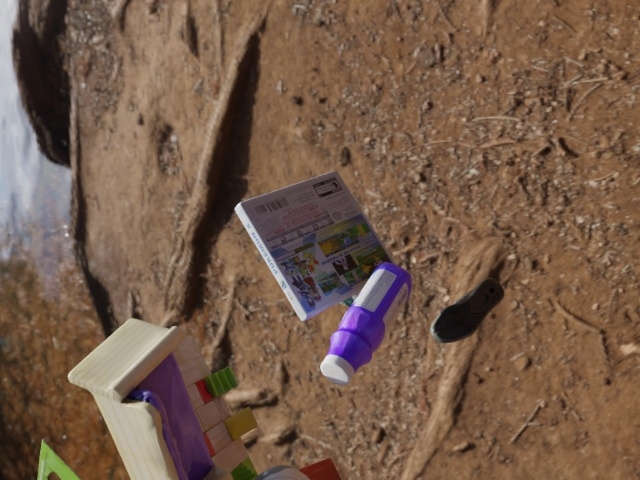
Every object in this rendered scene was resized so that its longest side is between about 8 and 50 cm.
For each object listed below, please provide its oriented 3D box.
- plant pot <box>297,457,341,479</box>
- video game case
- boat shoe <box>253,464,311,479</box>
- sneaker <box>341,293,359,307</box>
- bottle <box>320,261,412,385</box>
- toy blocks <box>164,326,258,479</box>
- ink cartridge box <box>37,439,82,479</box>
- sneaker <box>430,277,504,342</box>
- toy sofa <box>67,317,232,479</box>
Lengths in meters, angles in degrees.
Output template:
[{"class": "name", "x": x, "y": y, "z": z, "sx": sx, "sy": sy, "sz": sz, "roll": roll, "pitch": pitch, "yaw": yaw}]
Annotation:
[{"class": "plant pot", "x": -0.052, "y": 0.774, "z": 1.850, "sx": 0.267, "sy": 0.267, "sz": 0.236, "roll": -48, "pitch": 64, "yaw": 19}, {"class": "video game case", "x": 0.000, "y": 0.000, "z": 1.642, "sx": 0.036, "sy": 0.328, "sz": 0.300, "roll": -42, "pitch": 76, "yaw": 46}, {"class": "boat shoe", "x": 0.009, "y": 0.491, "z": 1.171, "sx": 0.118, "sy": 0.320, "sz": 0.103, "roll": -38, "pitch": 32, "yaw": 7}, {"class": "sneaker", "x": 0.062, "y": 0.146, "z": 1.923, "sx": 0.076, "sy": 0.065, "sz": 0.167, "roll": -24, "pitch": 101, "yaw": 11}, {"class": "bottle", "x": 0.095, "y": 0.172, "z": 1.439, "sx": 0.092, "sy": 0.283, "sz": 0.118, "roll": 25, "pitch": 141, "yaw": 16}, {"class": "toy blocks", "x": -0.286, "y": 0.359, "z": 1.415, "sx": 0.190, "sy": 0.261, "sz": 0.382, "roll": -28, "pitch": 83, "yaw": 11}, {"class": "ink cartridge box", "x": -0.332, "y": 0.424, "z": 0.940, "sx": 0.255, "sy": 0.097, "sz": 0.189, "roll": 40, "pitch": 135, "yaw": 14}, {"class": "sneaker", "x": 0.331, "y": 0.186, "z": 1.649, "sx": 0.087, "sy": 0.227, "sz": 0.130, "roll": 45, "pitch": 146, "yaw": 14}, {"class": "toy sofa", "x": -0.243, "y": 0.317, "z": 1.133, "sx": 0.177, "sy": 0.150, "sz": 0.363, "roll": 11, "pitch": 128, "yaw": 30}]
